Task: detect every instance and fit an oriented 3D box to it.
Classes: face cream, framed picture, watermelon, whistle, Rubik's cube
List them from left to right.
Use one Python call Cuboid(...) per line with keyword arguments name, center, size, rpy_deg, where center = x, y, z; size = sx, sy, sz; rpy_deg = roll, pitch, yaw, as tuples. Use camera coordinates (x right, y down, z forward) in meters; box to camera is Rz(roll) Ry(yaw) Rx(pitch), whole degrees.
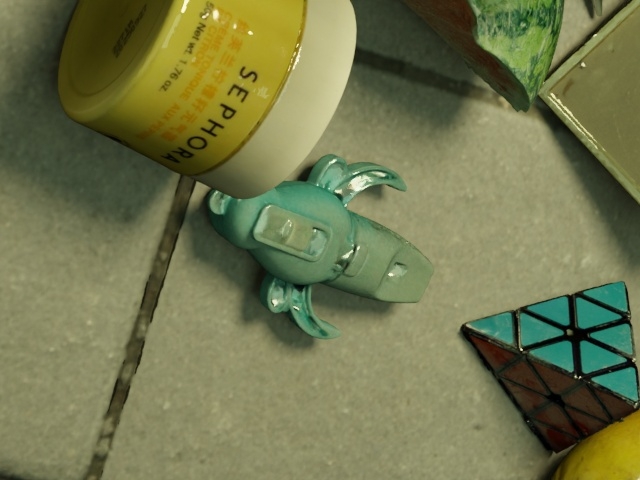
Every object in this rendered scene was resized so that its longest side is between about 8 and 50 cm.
Cuboid(name="face cream", center=(-0.104, -0.169, 1.678), size=(0.179, 0.218, 0.218), rpy_deg=(26, 93, -30))
Cuboid(name="whistle", center=(0.000, 0.000, 1.862), size=(0.274, 0.093, 0.186), rpy_deg=(22, 94, -34))
Cuboid(name="watermelon", center=(0.135, -0.261, 1.780), size=(0.305, 0.180, 0.224), rpy_deg=(45, 42, -11))
Cuboid(name="Rubik's cube", center=(0.289, 0.127, 2.077), size=(0.178, 0.211, 0.190), rpy_deg=(-50, 156, -29))
Cuboid(name="framed picture", center=(0.427, -0.185, 1.979), size=(0.335, 0.022, 0.247), rpy_deg=(-44, 97, 3))

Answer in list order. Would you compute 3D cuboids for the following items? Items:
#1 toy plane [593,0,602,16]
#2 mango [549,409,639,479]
Cuboid(name="toy plane", center=(0.214, -0.266, 1.907), size=(0.226, 0.058, 0.226), rpy_deg=(0, 117, -23))
Cuboid(name="mango", center=(0.404, 0.298, 2.104), size=(0.365, 0.182, 0.253), rpy_deg=(-26, 114, -18))
